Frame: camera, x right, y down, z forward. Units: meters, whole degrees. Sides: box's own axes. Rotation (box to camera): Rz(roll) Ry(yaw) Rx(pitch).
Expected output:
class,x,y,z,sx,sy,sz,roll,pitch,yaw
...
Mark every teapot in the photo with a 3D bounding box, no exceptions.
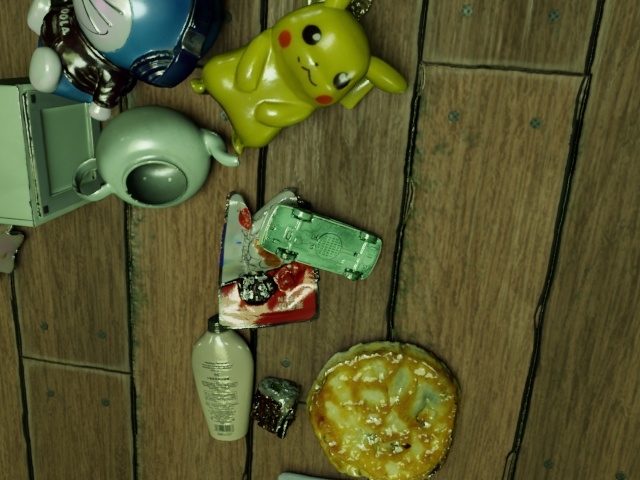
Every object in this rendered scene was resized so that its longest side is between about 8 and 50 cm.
class,x,y,z,sx,sy,sz,roll,pitch,yaw
teapot,-0.286,-0.135,1.053,0.294,0.129,0.193,-16,140,2

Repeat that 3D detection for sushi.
class,x,y,z,sx,sy,sz,roll,pitch,yaw
sushi,-0.089,0.325,1.209,0.094,0.098,0.084,17,108,10

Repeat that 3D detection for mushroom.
class,x,y,z,sx,sy,sz,roll,pitch,yaw
mushroom,-0.687,-0.003,1.214,0.117,0.141,0.188,39,111,34

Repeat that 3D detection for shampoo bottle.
class,x,y,z,sx,sy,sz,roll,pitch,yaw
shampoo bottle,-0.194,0.270,1.222,0.127,0.078,0.256,2,108,13

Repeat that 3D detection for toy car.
class,x,y,z,sx,sy,sz,roll,pitch,yaw
toy car,0.000,0.000,1.081,0.224,0.076,0.090,18,100,-26

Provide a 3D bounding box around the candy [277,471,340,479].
class,x,y,z,sx,sy,sz,roll,pitch,yaw
candy,-0.007,0.559,1.282,0.174,0.071,0.138,6,109,10

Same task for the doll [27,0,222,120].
class,x,y,z,sx,sy,sz,roll,pitch,yaw
doll,-0.298,-0.356,0.963,0.310,0.240,0.284,-32,73,29

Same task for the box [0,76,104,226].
class,x,y,z,sx,sy,sz,roll,pitch,yaw
box,-0.485,-0.164,1.061,0.118,0.225,0.225,5,109,9

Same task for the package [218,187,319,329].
class,x,y,z,sx,sy,sz,roll,pitch,yaw
package,-0.101,0.036,1.139,0.194,0.071,0.269,-1,113,5

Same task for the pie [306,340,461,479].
class,x,y,z,sx,sy,sz,roll,pitch,yaw
pie,0.128,0.329,1.178,0.315,0.092,0.315,2,107,5

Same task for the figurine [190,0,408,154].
class,x,y,z,sx,sy,sz,roll,pitch,yaw
figurine,-0.029,-0.263,0.962,0.327,0.169,0.218,-19,119,30

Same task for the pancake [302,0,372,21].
class,x,y,z,sx,sy,sz,roll,pitch,yaw
pancake,0.058,-0.382,0.995,0.184,0.020,0.190,16,110,4
